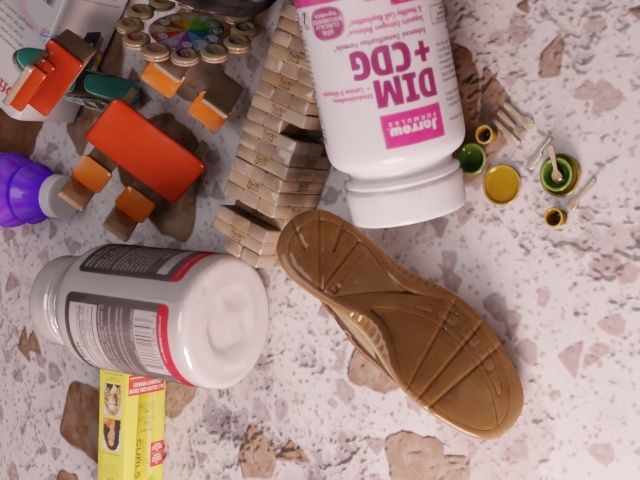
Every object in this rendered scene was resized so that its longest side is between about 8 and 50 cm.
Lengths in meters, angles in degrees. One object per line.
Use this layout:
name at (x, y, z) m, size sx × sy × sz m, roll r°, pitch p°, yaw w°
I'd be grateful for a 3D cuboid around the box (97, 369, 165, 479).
box at (-0.269, 0.294, 1.581) m, size 0.058 × 0.087 × 0.232 m, roll 3°, pitch 92°, yaw 34°

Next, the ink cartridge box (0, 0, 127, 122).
ink cartridge box at (-0.413, -0.342, 1.650) m, size 0.201 × 0.117 × 0.278 m, roll 41°, pitch 113°, yaw 29°

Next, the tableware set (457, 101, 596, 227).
tableware set at (0.225, -0.076, 1.246) m, size 0.154 × 0.024 × 0.104 m, roll 48°, pitch 117°, yaw 25°

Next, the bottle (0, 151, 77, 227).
bottle at (-0.493, -0.079, 1.730) m, size 0.283 × 0.092 × 0.118 m, roll 9°, pitch 95°, yaw 36°

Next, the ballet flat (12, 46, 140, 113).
ballet flat at (-0.353, -0.217, 1.579) m, size 0.070 × 0.188 × 0.070 m, roll -46°, pitch 34°, yaw 44°

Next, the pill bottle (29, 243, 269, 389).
pill bottle at (-0.242, 0.095, 1.498) m, size 0.319 × 0.176 × 0.176 m, roll 5°, pitch 94°, yaw 36°

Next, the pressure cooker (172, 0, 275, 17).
pressure cooker at (-0.126, -0.515, 1.275) m, size 0.370 × 0.376 × 0.420 m, roll 42°, pitch 116°, yaw 28°

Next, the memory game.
memory game at (-0.174, -0.279, 1.447) m, size 0.186 × 0.186 × 0.012 m, roll 35°, pitch 138°, yaw 31°

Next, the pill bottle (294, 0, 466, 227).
pill bottle at (0.073, -0.167, 1.242) m, size 0.160 × 0.160 × 0.283 m, roll -3°, pitch 106°, yaw 36°

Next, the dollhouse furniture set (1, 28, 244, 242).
dollhouse furniture set at (-0.275, -0.151, 1.470) m, size 0.259 × 0.135 × 0.262 m, roll 37°, pitch 120°, yaw -12°

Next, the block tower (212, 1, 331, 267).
block tower at (-0.035, -0.136, 1.392) m, size 0.091 × 0.097 × 0.335 m, roll 28°, pitch 106°, yaw 32°

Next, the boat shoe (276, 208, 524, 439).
boat shoe at (0.093, 0.099, 1.300) m, size 0.342 × 0.123 × 0.123 m, roll 39°, pitch 84°, yaw 9°
